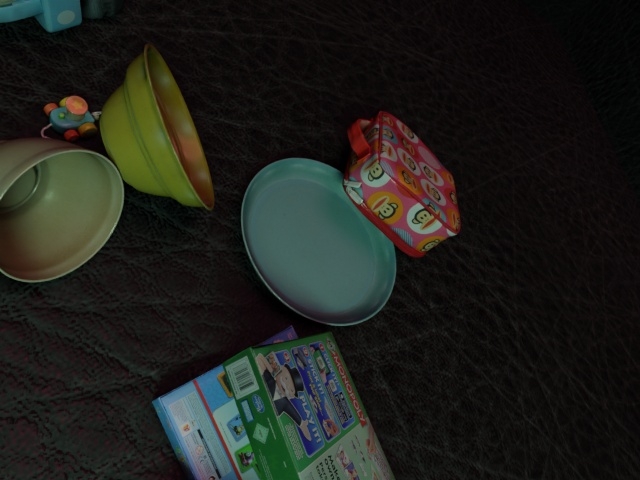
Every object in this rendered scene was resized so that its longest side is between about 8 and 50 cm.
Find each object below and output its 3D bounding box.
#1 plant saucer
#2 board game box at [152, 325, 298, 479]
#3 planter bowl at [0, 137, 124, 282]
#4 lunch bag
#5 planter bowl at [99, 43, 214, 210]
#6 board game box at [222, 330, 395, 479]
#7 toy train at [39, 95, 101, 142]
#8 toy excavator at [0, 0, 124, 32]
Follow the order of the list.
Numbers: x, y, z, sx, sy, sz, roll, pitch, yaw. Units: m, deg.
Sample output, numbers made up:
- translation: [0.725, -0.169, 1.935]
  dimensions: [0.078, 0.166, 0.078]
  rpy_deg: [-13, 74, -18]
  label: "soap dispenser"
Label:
- translation: [0.000, 0.000, 0.759]
  dimensions: [0.317, 0.043, 0.318]
  rpy_deg: [17, 56, -28]
  label: "plant saucer"
- translation: [-0.087, 0.230, 0.570]
  dimensions: [0.211, 0.039, 0.160]
  rpy_deg: [-21, 80, -40]
  label: "board game box"
- translation: [-0.328, -0.049, 0.488]
  dimensions: [0.109, 0.162, 0.162]
  rpy_deg: [29, 47, 14]
  label: "planter bowl"
- translation: [0.149, -0.132, 0.848]
  dimensions: [0.258, 0.120, 0.293]
  rpy_deg: [40, 33, -17]
  label: "lunch bag"
- translation: [-0.219, -0.129, 0.558]
  dimensions: [0.090, 0.217, 0.217]
  rpy_deg: [-19, 74, -3]
  label: "planter bowl"
- translation: [0.018, 0.270, 0.503]
  dimensions: [0.213, 0.046, 0.317]
  rpy_deg: [16, 46, -65]
  label: "board game box"
- translation: [-0.308, -0.149, 0.615]
  dimensions: [0.166, 0.046, 0.125]
  rpy_deg: [12, 59, -31]
  label: "toy train"
- translation: [-0.460, -0.354, 0.544]
  dimensions: [0.445, 0.222, 0.433]
  rpy_deg: [-36, 90, -29]
  label: "toy excavator"
